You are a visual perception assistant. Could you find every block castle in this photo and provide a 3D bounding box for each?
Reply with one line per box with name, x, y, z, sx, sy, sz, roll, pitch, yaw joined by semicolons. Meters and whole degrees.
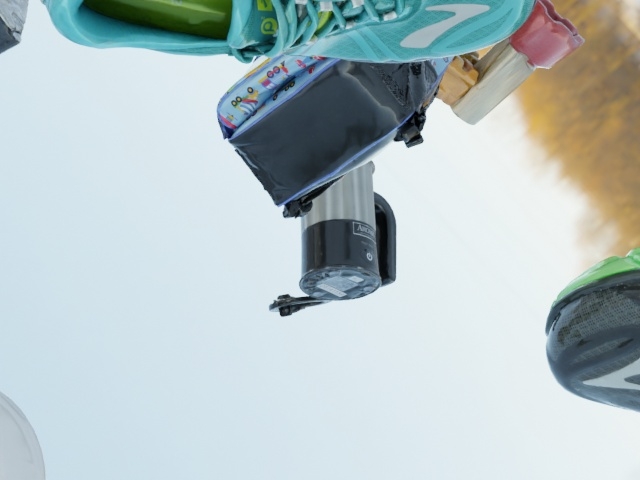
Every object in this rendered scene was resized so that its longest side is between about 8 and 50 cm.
block castle;0.068;-0.351;1.642;0.453;0.213;0.303;28;-156;-40

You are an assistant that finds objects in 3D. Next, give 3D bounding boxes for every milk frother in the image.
milk frother;0.000;0.000;1.595;0.129;0.143;0.134;43;-140;-55

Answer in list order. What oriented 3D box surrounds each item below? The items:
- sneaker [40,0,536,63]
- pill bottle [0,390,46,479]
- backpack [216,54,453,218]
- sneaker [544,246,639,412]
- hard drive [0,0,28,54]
sneaker;-0.016;-0.131;0.839;0.110;0.275;0.107;-89;-1;-59
pill bottle;-0.450;0.234;1.579;0.224;0.224;0.392;42;159;-22
backpack;0.020;-0.121;1.177;0.117;0.158;0.173;50;-145;-10
sneaker;0.336;0.142;1.047;0.483;0.202;0.185;21;160;42
hard drive;-0.362;-0.339;1.304;0.339;0.064;0.237;55;-165;-33
